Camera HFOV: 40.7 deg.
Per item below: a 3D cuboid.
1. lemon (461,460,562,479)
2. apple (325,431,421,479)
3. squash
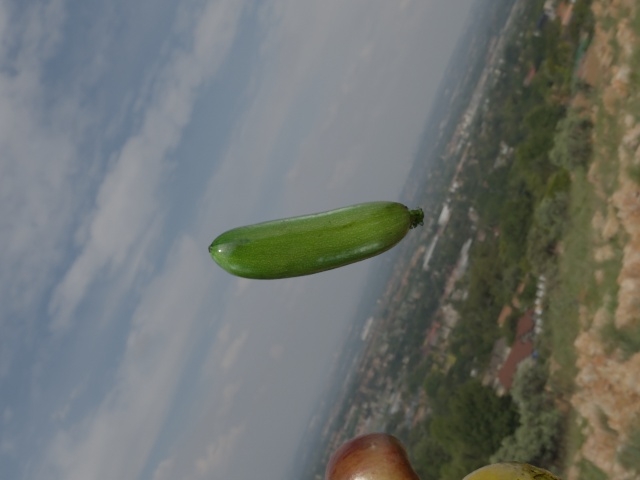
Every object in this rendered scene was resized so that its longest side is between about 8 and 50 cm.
[{"bbox_3d":[0.350,0.548,1.548,0.297,0.297,0.297,22,-90,-86],"label":"lemon"},{"bbox_3d":[0.063,0.283,0.983,0.102,0.126,0.126,-25,-9,-5],"label":"apple"},{"bbox_3d":[0.000,0.000,1.485,0.107,0.394,0.107,168,90,-71],"label":"squash"}]
